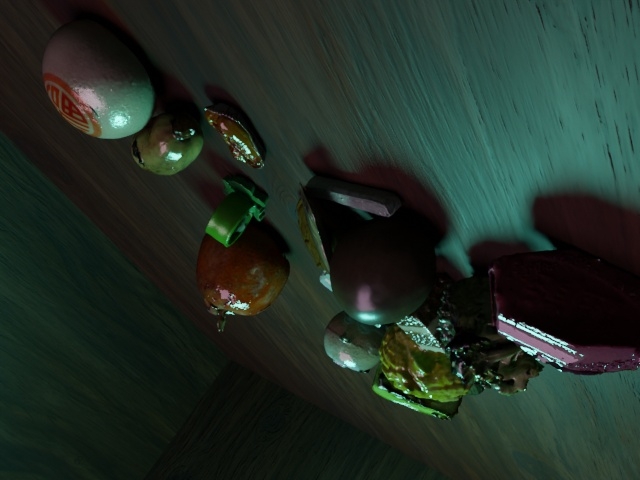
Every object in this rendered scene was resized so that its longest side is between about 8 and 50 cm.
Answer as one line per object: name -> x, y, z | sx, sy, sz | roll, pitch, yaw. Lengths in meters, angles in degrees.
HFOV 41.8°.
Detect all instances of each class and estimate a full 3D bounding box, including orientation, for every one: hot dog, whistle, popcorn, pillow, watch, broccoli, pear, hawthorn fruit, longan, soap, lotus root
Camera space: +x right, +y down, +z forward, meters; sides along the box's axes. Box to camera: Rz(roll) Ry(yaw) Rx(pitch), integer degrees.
hot dog -> -0.183, -0.224, 1.819 | 0.108, 0.059, 0.191 | 25, 162, 40
whistle -> 0.124, 0.284, 2.433 | 0.189, 0.189, 0.348 | 28, -179, 21
popcorn -> 0.279, 0.295, 2.071 | 0.237, 0.205, 0.251 | -7, 154, 41
pillow -> -0.005, -0.018, 1.804 | 0.130, 0.033, 0.217 | -113, 3, -53
watch -> -0.226, -0.072, 2.119 | 0.131, 0.152, 0.165 | 37, 163, 4
broccoli -> 0.363, 0.194, 1.668 | 0.243, 0.247, 0.263 | -15, 92, 27
pear -> 0.281, 0.408, 2.413 | 0.238, 0.164, 0.255 | 24, 166, 3
hawthorn fruit -> -0.232, 0.107, 2.345 | 0.276, 0.307, 0.276 | 19, 163, 6
longan -> 0.123, 0.056, 1.732 | 0.246, 0.246, 0.215 | 16, 166, 45
soap -> 0.412, 0.114, 1.408 | 0.289, 0.182, 0.112 | 27, 156, 23
lotus root -> -0.358, -0.226, 1.957 | 0.257, 0.154, 0.140 | -16, 94, 62

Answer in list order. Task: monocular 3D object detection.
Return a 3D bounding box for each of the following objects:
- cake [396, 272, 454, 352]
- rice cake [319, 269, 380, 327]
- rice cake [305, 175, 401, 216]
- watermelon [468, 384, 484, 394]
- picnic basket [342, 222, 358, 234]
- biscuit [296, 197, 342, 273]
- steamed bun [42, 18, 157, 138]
cake -> 0.255, 0.166, 1.879 | 0.147, 0.135, 0.134 | 46, 160, -16
rice cake -> 0.097, 0.130, 2.176 | 0.211, 0.038, 0.124 | 35, 140, 1
rice cake -> 0.065, -0.092, 1.720 | 0.245, 0.045, 0.042 | 18, 145, 45
watermelon -> 0.401, 0.368, 2.221 | 0.078, 0.078, 0.110 | 22, 157, 35
picnic basket -> 0.075, 0.018, 1.955 | 0.110, 0.055, 0.193 | 43, 159, -6
biscuit -> -0.002, 0.001, 1.949 | 0.182, 0.034, 0.215 | 51, 157, 31
steamed bun -> -0.506, -0.341, 1.862 | 0.283, 0.177, 0.283 | 36, 158, 17
